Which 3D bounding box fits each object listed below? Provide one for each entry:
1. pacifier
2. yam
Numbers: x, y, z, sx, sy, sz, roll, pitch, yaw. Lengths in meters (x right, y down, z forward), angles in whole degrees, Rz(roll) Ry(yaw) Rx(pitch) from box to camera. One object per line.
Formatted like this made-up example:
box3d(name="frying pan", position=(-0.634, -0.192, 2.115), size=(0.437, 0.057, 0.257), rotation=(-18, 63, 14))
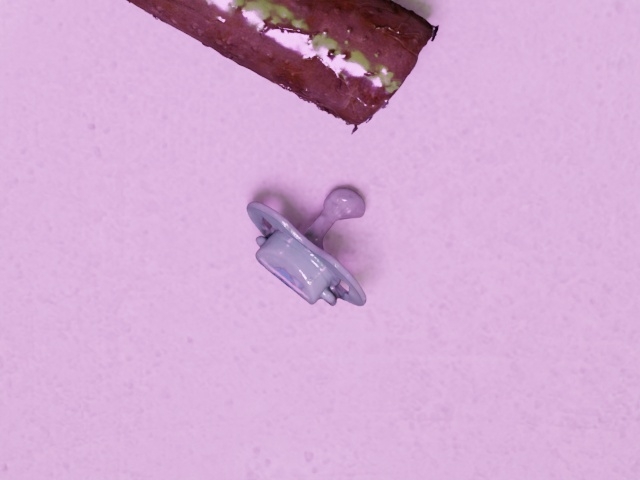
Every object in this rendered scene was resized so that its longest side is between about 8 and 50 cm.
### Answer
box3d(name="pacifier", position=(0.000, 0.000, 1.470), size=(0.150, 0.127, 0.116), rotation=(36, 73, 16))
box3d(name="yam", position=(-0.044, -0.208, 1.355), size=(0.280, 0.131, 0.131), rotation=(27, 113, -8))
